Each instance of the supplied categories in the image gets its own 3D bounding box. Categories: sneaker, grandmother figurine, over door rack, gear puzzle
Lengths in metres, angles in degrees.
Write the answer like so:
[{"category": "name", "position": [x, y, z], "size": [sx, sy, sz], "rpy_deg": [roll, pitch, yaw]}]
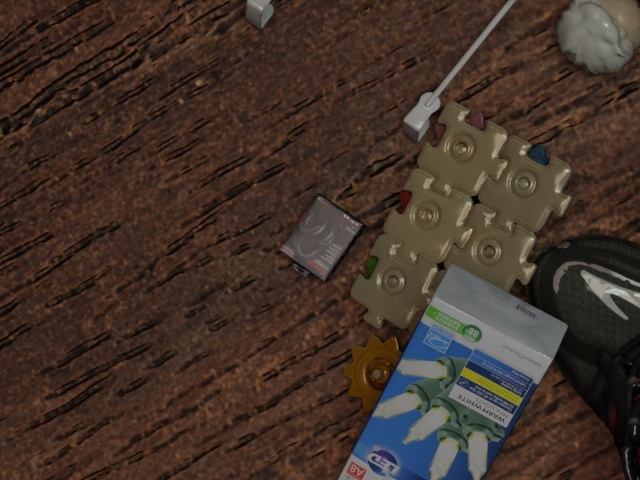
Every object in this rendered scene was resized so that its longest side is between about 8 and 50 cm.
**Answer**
[{"category": "sneaker", "position": [0.361, 0.170, 1.706], "size": [0.185, 0.202, 0.482], "rpy_deg": [-37, 61, 6]}, {"category": "grandmother figurine", "position": [0.404, -0.269, 1.805], "size": [0.342, 0.104, 0.207], "rpy_deg": [-25, 57, 10]}, {"category": "over door rack", "position": [0.102, -0.298, 1.844], "size": [0.239, 0.108, 0.324], "rpy_deg": [38, 94, 9]}, {"category": "gear puzzle", "position": [0.133, 0.037, 1.851], "size": [0.175, 0.044, 0.339], "rpy_deg": [31, 100, 24]}]

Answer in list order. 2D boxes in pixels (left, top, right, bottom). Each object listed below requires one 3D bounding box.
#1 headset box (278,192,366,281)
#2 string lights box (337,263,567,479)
[{"category": "headset box", "position": [0.000, 0.000, 1.889], "size": [0.062, 0.032, 0.083], "rpy_deg": [36, 92, 8]}, {"category": "string lights box", "position": [0.131, 0.166, 1.781], "size": [0.133, 0.077, 0.259], "rpy_deg": [28, 122, 5]}]
